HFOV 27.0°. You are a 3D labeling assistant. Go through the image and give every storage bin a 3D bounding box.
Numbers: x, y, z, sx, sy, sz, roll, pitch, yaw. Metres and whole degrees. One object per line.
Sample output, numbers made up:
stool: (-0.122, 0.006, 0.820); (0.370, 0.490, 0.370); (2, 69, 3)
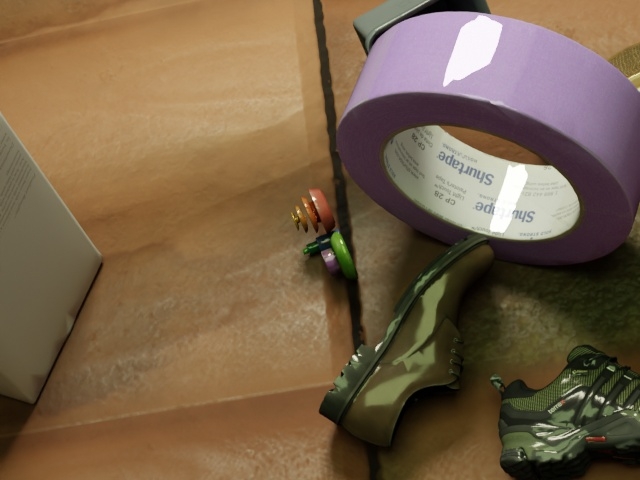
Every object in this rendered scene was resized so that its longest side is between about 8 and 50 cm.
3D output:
storage bin: (0.105, -0.218, 1.406); (0.135, 0.098, 0.091); (-30, 31, -4)

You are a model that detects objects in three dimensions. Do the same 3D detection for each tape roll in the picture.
tape roll: (0.157, -0.085, 1.202); (0.275, 0.275, 0.090); (13, 65, 20)

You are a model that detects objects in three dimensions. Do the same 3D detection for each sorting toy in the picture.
sorting toy: (0.000, 0.000, 1.316); (0.042, 0.061, 0.102); (-24, 77, 0)

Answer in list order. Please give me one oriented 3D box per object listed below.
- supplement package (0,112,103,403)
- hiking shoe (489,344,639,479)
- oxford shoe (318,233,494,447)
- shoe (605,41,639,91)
supplement package: (-0.359, 0.004, 1.259); (0.175, 0.293, 0.177); (13, 64, 19)
hiking shoe: (0.261, 0.136, 1.162); (0.227, 0.086, 0.114); (-11, 62, 8)
oxford shoe: (0.103, 0.095, 1.235); (0.096, 0.083, 0.227); (33, 78, 15)
shoe: (0.308, -0.149, 1.339); (0.219, 0.058, 0.076); (-26, 27, -7)
